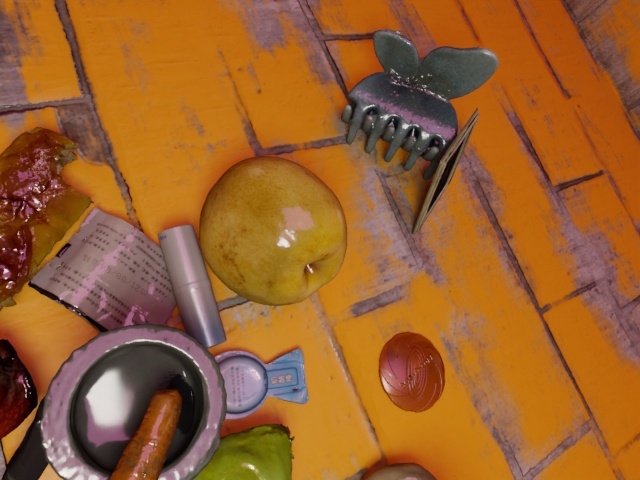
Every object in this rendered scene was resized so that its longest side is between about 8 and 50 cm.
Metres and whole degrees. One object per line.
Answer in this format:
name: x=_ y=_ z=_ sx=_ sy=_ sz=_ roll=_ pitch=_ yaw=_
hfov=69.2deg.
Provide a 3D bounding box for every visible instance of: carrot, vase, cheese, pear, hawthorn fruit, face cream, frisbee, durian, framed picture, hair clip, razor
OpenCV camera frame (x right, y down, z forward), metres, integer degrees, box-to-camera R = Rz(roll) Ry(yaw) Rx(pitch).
carrot: x=-0.228 y=0.281 z=0.596 sx=0.060 sy=0.060 sz=0.186 roll=26 pitch=57 yaw=-14
vase: x=-0.307 y=0.275 z=0.758 sx=0.245 sy=0.291 sz=0.245 roll=9 pitch=68 yaw=-23
cheese: x=-0.143 y=0.295 z=0.963 sx=0.245 sy=0.052 sz=0.135 roll=0 pitch=74 yaw=-25
pear: x=-0.099 y=-0.021 z=0.961 sx=0.315 sy=0.314 sz=0.314 roll=8 pitch=68 yaw=-22
hawthorn fruit: x=-0.583 y=0.253 z=0.711 sx=0.251 sy=0.189 sz=0.189 roll=-28 pitch=84 yaw=-22
face cream: x=-0.262 y=0.096 z=0.949 sx=0.077 sy=0.077 sz=0.250 roll=-15 pitch=87 yaw=-28
frisbee: x=0.232 y=0.320 z=1.135 sx=0.192 sy=0.035 sz=0.192 roll=9 pitch=67 yaw=-22
durian: x=-0.172 y=0.472 z=0.792 sx=0.340 sy=0.204 sz=0.255 roll=-1 pitch=68 yaw=-32
framed picture: x=0.329 y=-0.172 z=1.222 sx=0.018 sy=0.293 sz=0.231 roll=30 pitch=60 yaw=16
hair clip: x=0.226 y=-0.345 z=1.239 sx=0.318 sy=0.392 sz=0.238 roll=25 pitch=76 yaw=0
razor: x=-0.459 y=0.328 z=0.756 sx=0.054 sy=0.090 sz=0.148 roll=28 pitch=93 yaw=-28

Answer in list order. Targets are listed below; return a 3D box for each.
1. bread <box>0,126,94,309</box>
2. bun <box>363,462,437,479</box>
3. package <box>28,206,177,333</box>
bread: x=-0.565 y=-0.041 z=0.863 sx=0.185 sy=0.109 sz=0.380 roll=30 pitch=60 yaw=-11
bun: x=0.163 y=0.562 z=0.965 sx=0.193 sy=0.128 sz=0.178 roll=-5 pitch=74 yaw=-14
package: x=-0.402 y=0.077 z=0.922 sx=0.251 sy=0.062 sz=0.203 roll=37 pitch=61 yaw=-12
